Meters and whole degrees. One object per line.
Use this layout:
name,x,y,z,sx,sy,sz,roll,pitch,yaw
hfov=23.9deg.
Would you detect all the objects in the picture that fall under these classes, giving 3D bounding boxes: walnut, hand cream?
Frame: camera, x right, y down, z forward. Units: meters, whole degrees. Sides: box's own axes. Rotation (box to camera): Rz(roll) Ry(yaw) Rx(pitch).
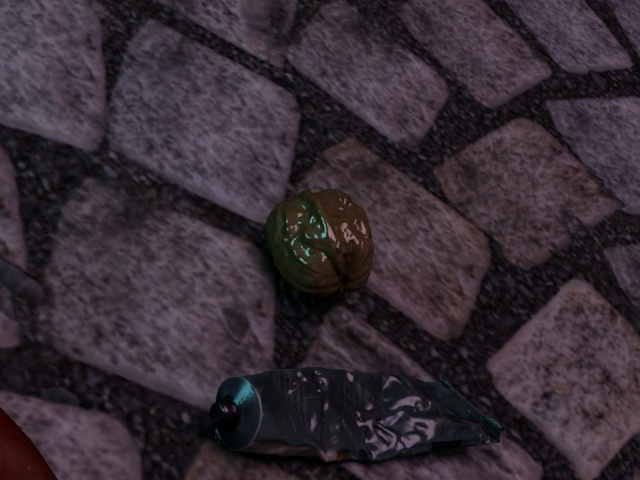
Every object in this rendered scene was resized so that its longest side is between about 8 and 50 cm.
walnut,0.000,0.000,1.183,0.079,0.082,0.096,-15,49,-12
hand cream,0.025,0.122,1.098,0.247,0.052,0.075,3,50,-37

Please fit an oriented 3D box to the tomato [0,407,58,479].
tomato,-0.234,0.151,0.736,0.338,0.143,0.338,33,31,-24
